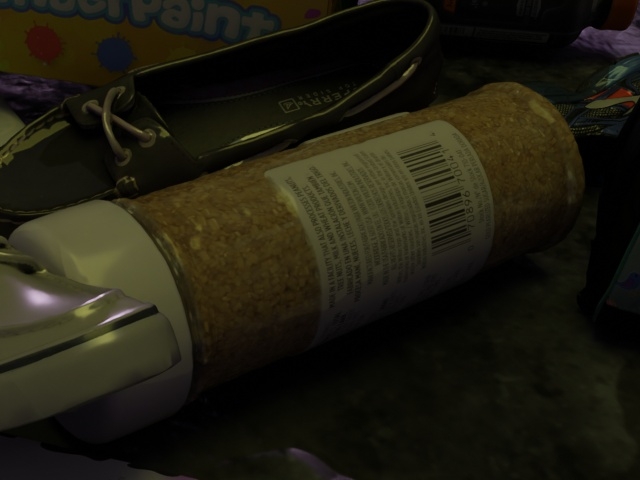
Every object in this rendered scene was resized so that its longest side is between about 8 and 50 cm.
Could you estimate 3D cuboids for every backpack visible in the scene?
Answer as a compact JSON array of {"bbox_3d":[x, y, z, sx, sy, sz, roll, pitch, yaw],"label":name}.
[{"bbox_3d":[0.249,-0.038,0.700,0.144,0.188,0.166,14,33,14],"label":"backpack"}]

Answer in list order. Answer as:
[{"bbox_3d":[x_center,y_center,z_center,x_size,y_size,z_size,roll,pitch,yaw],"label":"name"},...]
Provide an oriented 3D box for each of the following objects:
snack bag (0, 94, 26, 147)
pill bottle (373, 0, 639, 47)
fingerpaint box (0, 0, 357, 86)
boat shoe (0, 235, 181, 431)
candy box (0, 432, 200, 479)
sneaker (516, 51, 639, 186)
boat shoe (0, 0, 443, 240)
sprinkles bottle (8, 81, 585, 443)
[{"bbox_3d":[-0.405,-0.099,0.849,0.323,0.037,0.342,-15,38,-28],"label":"snack bag"},{"bbox_3d":[0.177,-0.253,1.082,0.246,0.130,0.130,4,33,-1],"label":"pill bottle"},{"bbox_3d":[-0.189,-0.261,0.977,0.445,0.163,0.371,9,25,3],"label":"fingerpaint box"},{"bbox_3d":[-0.170,0.034,0.520,0.096,0.088,0.267,-20,10,-42],"label":"boat shoe"},{"bbox_3d":[-0.092,0.167,0.442,0.196,0.070,0.165,12,33,10],"label":"candy box"},{"bbox_3d":[0.223,-0.082,0.885,0.221,0.083,0.087,-17,52,-22],"label":"sneaker"},{"bbox_3d":[-0.067,-0.084,0.717,0.335,0.095,0.112,-20,57,-27],"label":"boat shoe"},{"bbox_3d":[0.000,0.000,0.671,0.355,0.121,0.121,-20,40,-34],"label":"sprinkles bottle"}]
